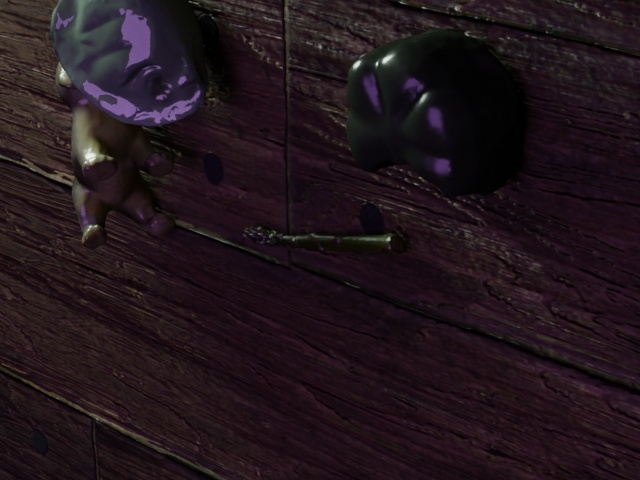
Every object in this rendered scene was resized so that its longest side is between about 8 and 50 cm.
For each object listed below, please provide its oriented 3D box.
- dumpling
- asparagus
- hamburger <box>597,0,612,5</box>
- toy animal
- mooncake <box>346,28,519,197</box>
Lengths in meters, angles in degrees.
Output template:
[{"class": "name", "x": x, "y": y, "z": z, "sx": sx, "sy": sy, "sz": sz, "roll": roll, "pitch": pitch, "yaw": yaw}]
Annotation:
[{"class": "dumpling", "x": -0.194, "y": -0.217, "z": 2.090, "sx": 0.152, "sy": 0.108, "sz": 0.219, "roll": -40, "pitch": 71, "yaw": 42}, {"class": "asparagus", "x": 0.000, "y": 0.001, "z": 2.018, "sx": 0.248, "sy": 0.024, "sz": 0.025, "roll": 4, "pitch": 100, "yaw": 50}, {"class": "hamburger", "x": 0.253, "y": -0.295, "z": 1.500, "sx": 0.243, "sy": 0.146, "sz": 0.286, "roll": 25, "pitch": 123, "yaw": 19}, {"class": "toy animal", "x": -0.231, "y": -0.106, "z": 2.182, "sx": 0.169, "sy": 0.121, "sz": 0.233, "roll": -127, "pitch": 30, "yaw": -46}, {"class": "mooncake", "x": 0.099, "y": -0.108, "z": 1.803, "sx": 0.175, "sy": 0.104, "sz": 0.168, "roll": -29, "pitch": 88, "yaw": 54}]
